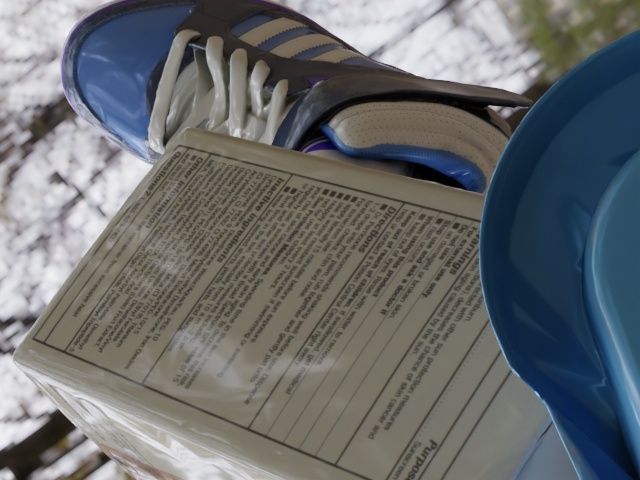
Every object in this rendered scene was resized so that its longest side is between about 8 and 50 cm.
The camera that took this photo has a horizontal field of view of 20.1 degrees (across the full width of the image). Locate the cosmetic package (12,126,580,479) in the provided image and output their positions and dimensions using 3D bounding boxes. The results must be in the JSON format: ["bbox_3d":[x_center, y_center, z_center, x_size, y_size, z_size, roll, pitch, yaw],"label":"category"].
[{"bbox_3d":[0.023,0.064,0.784,0.296,0.153,0.129,17,154,47],"label":"cosmetic package"}]

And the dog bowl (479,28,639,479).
[{"bbox_3d":[0.160,0.070,0.575,0.074,0.166,0.297,50,-160,-68],"label":"dog bowl"}]

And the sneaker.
[{"bbox_3d":[-0.026,-0.070,1.116,0.323,0.130,0.236,18,-169,2],"label":"sneaker"}]
